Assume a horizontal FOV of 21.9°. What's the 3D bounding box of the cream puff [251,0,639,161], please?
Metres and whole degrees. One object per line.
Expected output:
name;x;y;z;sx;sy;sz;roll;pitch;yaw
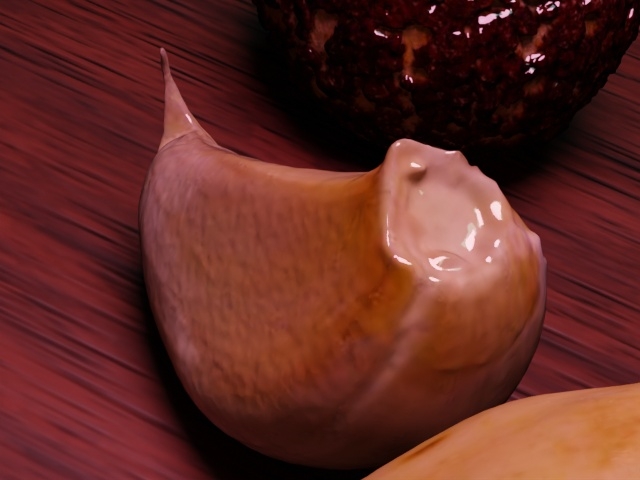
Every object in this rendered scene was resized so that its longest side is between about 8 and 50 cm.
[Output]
cream puff;0.068;-0.145;0.952;0.239;0.165;0.239;9;32;-6

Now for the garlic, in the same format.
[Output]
garlic;-0.001;0.011;0.729;0.145;0.164;0.245;-24;27;-29

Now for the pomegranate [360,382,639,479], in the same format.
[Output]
pomegranate;0.106;0.195;0.393;0.332;0.333;0.332;9;37;-7
